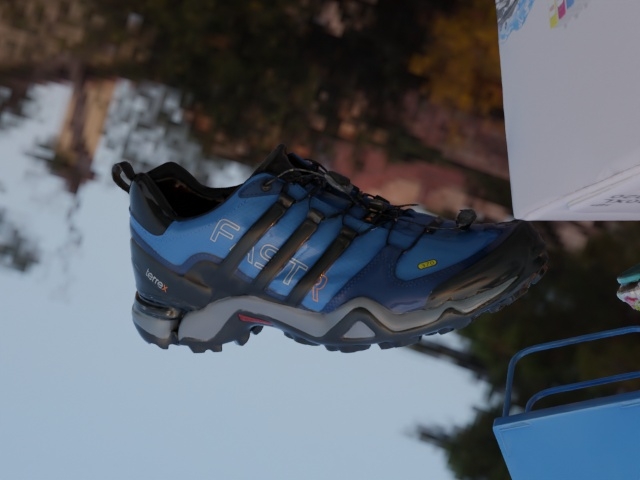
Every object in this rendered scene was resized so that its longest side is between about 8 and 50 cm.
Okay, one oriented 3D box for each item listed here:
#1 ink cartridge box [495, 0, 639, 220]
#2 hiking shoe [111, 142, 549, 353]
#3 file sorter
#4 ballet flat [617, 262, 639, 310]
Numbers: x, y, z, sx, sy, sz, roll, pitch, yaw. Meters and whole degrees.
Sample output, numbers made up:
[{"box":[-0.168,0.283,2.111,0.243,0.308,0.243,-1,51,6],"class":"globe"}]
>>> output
[{"box":[0.184,-0.134,0.834,0.171,0.233,0.168,-1,170,-20],"class":"ink cartridge box"},{"box":[0.000,0.000,1.296,0.304,0.132,0.113,-5,-163,19],"class":"hiking shoe"},{"box":[0.212,0.163,1.403,0.118,0.170,0.104,-13,-153,19],"class":"file sorter"},{"box":[0.320,0.004,1.295,0.077,0.241,0.091,62,180,-4],"class":"ballet flat"}]
